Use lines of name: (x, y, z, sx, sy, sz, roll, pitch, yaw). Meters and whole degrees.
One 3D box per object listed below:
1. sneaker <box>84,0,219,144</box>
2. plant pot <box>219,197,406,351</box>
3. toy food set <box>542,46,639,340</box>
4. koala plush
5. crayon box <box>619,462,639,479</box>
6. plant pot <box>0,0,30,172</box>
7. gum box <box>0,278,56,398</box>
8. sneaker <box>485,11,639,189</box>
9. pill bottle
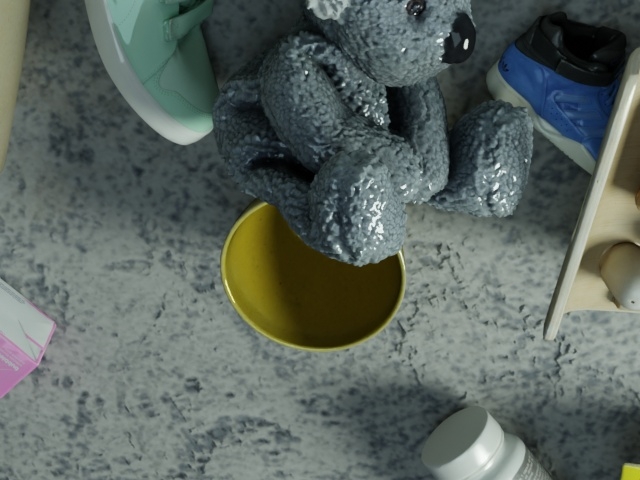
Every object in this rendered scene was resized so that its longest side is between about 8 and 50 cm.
sneaker: (-0.081, -0.187, 1.306, 0.151, 0.094, 0.255, -9, 117, 21)
plant pot: (0.000, 0.000, 1.409, 0.134, 0.095, 0.134, 4, 122, 6)
toy food set: (0.323, -0.010, 1.323, 0.306, 0.092, 0.219, 5, 123, -12)
koala plush: (0.032, -0.133, 1.275, 0.203, 0.196, 0.221, 33, 126, 32)
crayon box: (0.385, 0.246, 1.504, 0.319, 0.081, 0.202, 6, 121, 5)
plant pot: (-0.290, -0.211, 1.266, 0.257, 0.256, 0.274, 21, 105, -4)
gum box: (-0.318, 0.054, 1.510, 0.188, 0.062, 0.107, 41, 118, -15)
sneaker: (0.199, -0.100, 1.339, 0.152, 0.058, 0.084, 35, 128, -5)
pill bottle: (0.145, 0.201, 1.516, 0.078, 0.078, 0.137, -31, 112, 24)
